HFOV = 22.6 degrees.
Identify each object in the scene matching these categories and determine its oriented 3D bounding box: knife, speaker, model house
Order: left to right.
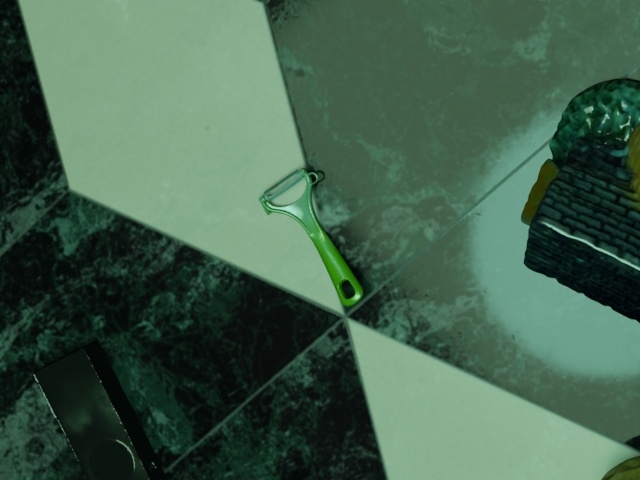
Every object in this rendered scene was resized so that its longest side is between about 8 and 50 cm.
[{"bbox_3d":[-0.261,0.236,1.934,0.082,0.044,0.218,-26,90,18],"label":"speaker"},{"bbox_3d":[0.001,-0.001,1.833,0.078,0.022,0.166,-35,85,25],"label":"knife"},{"bbox_3d":[0.331,-0.026,1.621,0.261,0.241,0.226,25,106,13],"label":"model house"}]

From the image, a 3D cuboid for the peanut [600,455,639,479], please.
[{"bbox_3d":[0.407,0.272,1.715,0.226,0.095,0.108,-13,126,13],"label":"peanut"}]
